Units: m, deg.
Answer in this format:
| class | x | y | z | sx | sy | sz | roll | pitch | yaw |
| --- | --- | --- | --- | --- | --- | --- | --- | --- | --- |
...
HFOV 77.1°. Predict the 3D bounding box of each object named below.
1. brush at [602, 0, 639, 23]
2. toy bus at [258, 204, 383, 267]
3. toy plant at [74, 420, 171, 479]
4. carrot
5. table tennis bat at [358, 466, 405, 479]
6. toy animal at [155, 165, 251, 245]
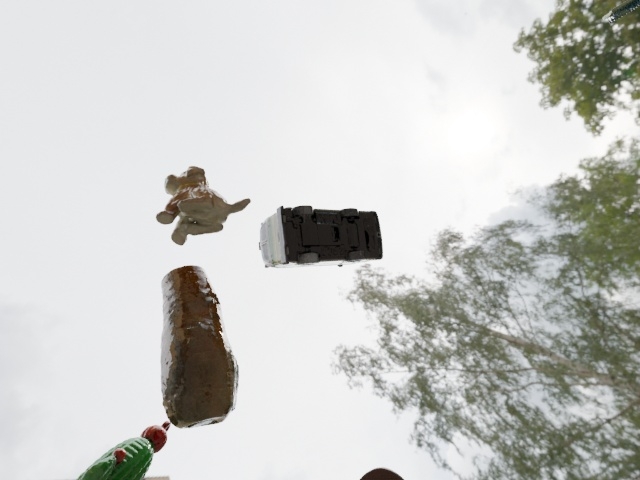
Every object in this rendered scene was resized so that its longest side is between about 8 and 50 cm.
| class | x | y | z | sx | sy | sz | roll | pitch | yaw |
| --- | --- | --- | --- | --- | --- | --- | --- | --- | --- |
| brush | 0.343 | -0.259 | 0.425 | 0.084 | 0.016 | 0.013 | -32 | -94 | 6 |
| toy bus | 0.000 | 0.000 | 1.056 | 0.306 | 0.179 | 0.143 | -1 | -101 | -35 |
| toy plant | -0.379 | 0.441 | 0.751 | 0.088 | 0.240 | 0.154 | 27 | -91 | 11 |
| carrot | -0.236 | 0.189 | 0.749 | 0.139 | 0.138 | 0.301 | -4 | -127 | -30 |
| table tennis bat | 0.137 | 0.674 | 1.001 | 0.021 | 0.154 | 0.274 | -9 | -42 | -54 |
| toy animal | -0.242 | -0.097 | 0.860 | 0.184 | 0.185 | 0.104 | -17 | -55 | -2 |
